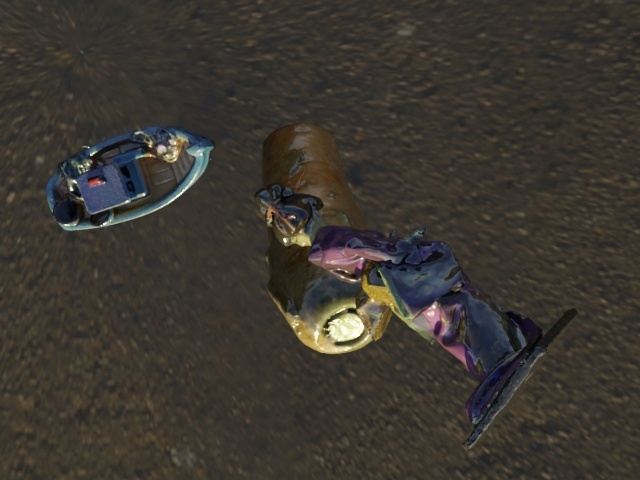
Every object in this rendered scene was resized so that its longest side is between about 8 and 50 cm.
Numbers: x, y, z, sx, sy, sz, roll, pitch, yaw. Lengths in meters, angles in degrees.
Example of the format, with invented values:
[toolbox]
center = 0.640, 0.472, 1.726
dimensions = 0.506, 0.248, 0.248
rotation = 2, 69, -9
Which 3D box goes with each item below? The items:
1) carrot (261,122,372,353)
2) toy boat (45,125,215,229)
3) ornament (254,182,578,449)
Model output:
[carrot]
center = 0.000, 0.000, 1.648
dimensions = 0.139, 0.301, 0.138
rotation = -5, 138, -4
[toy boat]
center = -0.220, -0.075, 1.575
dimensions = 0.223, 0.097, 0.100
rotation = -19, 93, 26
[ornament]
center = 0.051, 0.023, 0.831
dimensions = 0.203, 0.081, 0.088
rotation = 38, 113, 20
